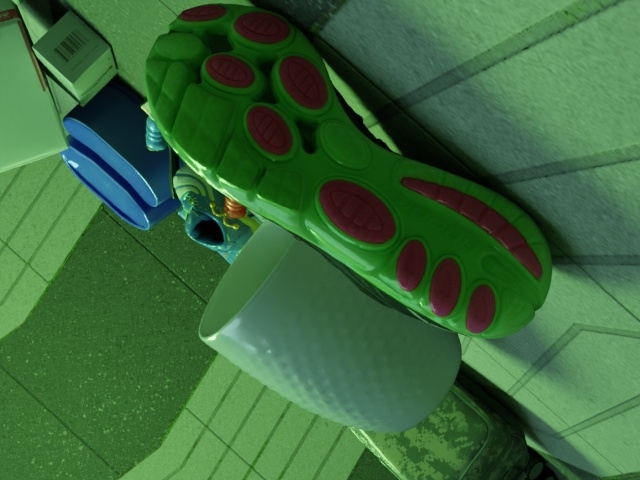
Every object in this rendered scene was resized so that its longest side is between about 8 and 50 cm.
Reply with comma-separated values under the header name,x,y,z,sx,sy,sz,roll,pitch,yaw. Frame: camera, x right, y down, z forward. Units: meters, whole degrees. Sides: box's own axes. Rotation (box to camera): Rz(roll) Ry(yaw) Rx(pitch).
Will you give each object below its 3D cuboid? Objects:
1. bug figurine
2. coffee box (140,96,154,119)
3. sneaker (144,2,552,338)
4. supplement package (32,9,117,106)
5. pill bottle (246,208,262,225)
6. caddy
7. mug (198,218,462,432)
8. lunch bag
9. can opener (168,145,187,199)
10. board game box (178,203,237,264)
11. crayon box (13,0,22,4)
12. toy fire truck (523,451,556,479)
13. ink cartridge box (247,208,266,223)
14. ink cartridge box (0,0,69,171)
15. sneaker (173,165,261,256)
name,x,y,z,sx,sy,sz,roll,pitch,yaw
bug figurine,-0.198,-0.153,1.621,0.279,0.072,0.216,40,151,18
coffee box,-0.161,-0.167,1.475,0.113,0.040,0.184,-28,116,34
sneaker,0.007,-0.055,1.031,0.483,0.185,0.202,42,167,11
supplement package,-0.466,-0.345,1.932,0.105,0.105,0.179,43,171,-1
pill bottle,-0.150,-0.040,1.871,0.180,0.108,0.108,58,175,15
caddy,-0.403,-0.191,2.185,0.341,0.179,0.241,42,149,4
mug,0.024,0.116,1.530,0.328,0.276,0.374,37,-179,-14
lunch bag,0.232,0.355,1.931,0.305,0.212,0.256,39,-172,36
can opener,-0.254,-0.160,1.834,0.073,0.059,0.186,-59,-33,-66
board game box,-0.203,-0.064,2.010,0.160,0.039,0.211,46,-157,-24
crayon box,-0.519,-0.492,1.537,0.203,0.083,0.323,44,172,-10
toy fire truck,0.363,0.548,2.153,0.158,0.246,0.217,33,168,43
ink cartridge box,0.000,0.000,1.700,0.296,0.066,0.261,43,172,-1
ink cartridge box,-0.651,-0.344,2.061,0.384,0.160,0.279,-130,21,-59
sneaker,-0.197,-0.058,1.730,0.240,0.091,0.126,40,-163,29
